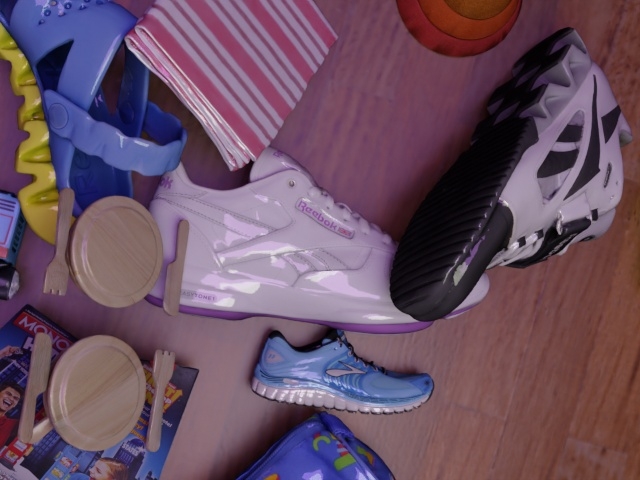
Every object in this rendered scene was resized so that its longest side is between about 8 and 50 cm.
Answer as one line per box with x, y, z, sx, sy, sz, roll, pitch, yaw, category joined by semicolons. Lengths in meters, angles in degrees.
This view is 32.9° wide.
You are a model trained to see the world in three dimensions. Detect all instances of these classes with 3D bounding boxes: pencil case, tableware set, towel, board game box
-0.075;0.267;0.904;0.306;0.119;0.133;-35;116;-9;pencil case
-0.170;0.062;0.831;0.128;0.039;0.194;17;77;-45;tableware set
-0.067;-0.168;0.894;0.144;0.029;0.197;51;46;-23;towel
-0.192;0.149;0.869;0.194;0.060;0.194;36;41;1;board game box

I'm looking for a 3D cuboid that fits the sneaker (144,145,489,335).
0.000;0.000;0.921;0.305;0.114;0.152;7;90;-9;sneaker

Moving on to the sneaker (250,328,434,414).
0.023;0.113;0.951;0.162;0.063;0.073;8;85;-9;sneaker

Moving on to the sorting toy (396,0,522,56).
0.028;-0.283;0.923;0.365;0.126;0.127;26;86;-9;sorting toy

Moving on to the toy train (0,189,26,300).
-0.333;-0.006;0.891;0.184;0.080;0.105;14;78;-6;toy train

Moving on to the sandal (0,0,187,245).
-0.191;-0.157;0.869;0.138;0.126;0.317;-11;100;33;sandal

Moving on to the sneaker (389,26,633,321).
0.182;-0.032;0.904;0.146;0.122;0.330;47;56;-13;sneaker
